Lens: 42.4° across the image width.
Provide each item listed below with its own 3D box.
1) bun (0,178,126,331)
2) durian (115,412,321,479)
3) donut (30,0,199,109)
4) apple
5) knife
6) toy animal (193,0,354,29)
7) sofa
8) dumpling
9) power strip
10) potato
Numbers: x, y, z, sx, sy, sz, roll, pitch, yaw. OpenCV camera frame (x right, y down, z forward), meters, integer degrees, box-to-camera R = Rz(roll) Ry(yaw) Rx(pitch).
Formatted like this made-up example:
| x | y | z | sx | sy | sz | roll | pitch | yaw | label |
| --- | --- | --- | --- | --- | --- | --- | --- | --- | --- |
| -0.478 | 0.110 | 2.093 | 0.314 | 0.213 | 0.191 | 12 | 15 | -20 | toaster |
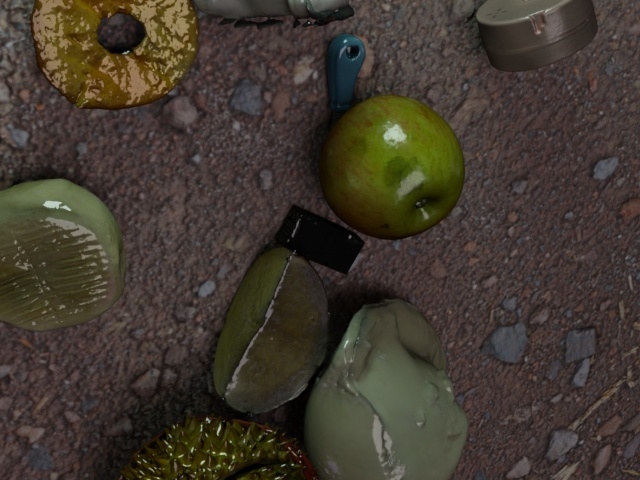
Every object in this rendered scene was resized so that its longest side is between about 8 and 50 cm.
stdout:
| x | y | z | sx | sy | sz | roll | pitch | yaw | label |
| --- | --- | --- | --- | --- | --- | --- | --- | --- | --- |
| -0.335 | 0.015 | 0.990 | 0.193 | 0.128 | 0.178 | -17 | 119 | -4 | bun |
| -0.129 | 0.407 | 1.127 | 0.348 | 0.347 | 0.384 | -18 | 123 | -16 | durian |
| -0.239 | -0.240 | 0.949 | 0.190 | 0.075 | 0.174 | -21 | 118 | -19 | donut |
| 0.098 | -0.093 | 1.094 | 0.196 | 0.196 | 0.195 | -9 | 116 | -20 | apple |
| 0.033 | -0.161 | 1.135 | 0.058 | 0.032 | 0.244 | -15 | 122 | -28 | knife |
| -0.051 | -0.396 | 0.904 | 0.247 | 0.183 | 0.309 | -19 | 116 | -27 | toy animal |
| 0.000 | 0.000 | 1.182 | 0.118 | 0.039 | 0.060 | 24 | 99 | -30 | sofa |
| 0.107 | 0.256 | 1.267 | 0.315 | 0.233 | 0.395 | -47 | 127 | -45 | dumpling |
| 0.293 | -0.297 | 1.119 | 0.154 | 0.154 | 0.078 | -31 | 118 | -9 | power strip |
| -0.061 | 0.128 | 1.178 | 0.138 | 0.098 | 0.243 | 23 | 95 | -34 | potato |
